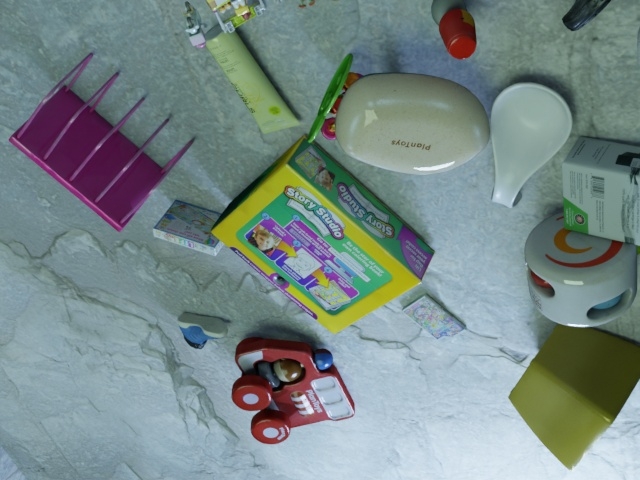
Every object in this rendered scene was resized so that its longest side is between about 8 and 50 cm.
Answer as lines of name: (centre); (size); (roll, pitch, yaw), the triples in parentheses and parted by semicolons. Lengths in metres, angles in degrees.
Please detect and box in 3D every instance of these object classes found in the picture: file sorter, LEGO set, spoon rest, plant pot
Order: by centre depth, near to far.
LEGO set: (-0.093, -0.408, 1.682); (0.287, 0.132, 0.107); (-12, 145, 11)
spoon rest: (0.347, -0.155, 1.684); (0.137, 0.084, 0.276); (20, 139, 12)
plant pot: (0.505, 0.292, 1.955); (0.187, 0.212, 0.212); (34, 141, 15)
file sorter: (-0.439, -0.210, 2.010); (0.291, 0.202, 0.182); (41, 135, -12)

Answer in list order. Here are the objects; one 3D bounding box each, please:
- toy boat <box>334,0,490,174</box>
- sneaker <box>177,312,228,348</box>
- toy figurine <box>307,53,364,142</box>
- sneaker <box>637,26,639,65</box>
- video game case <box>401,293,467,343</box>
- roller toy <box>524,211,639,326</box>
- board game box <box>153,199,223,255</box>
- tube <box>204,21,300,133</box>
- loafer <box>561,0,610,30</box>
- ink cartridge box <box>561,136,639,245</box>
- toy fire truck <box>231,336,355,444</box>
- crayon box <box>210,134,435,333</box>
toy boat: (0.177, -0.253, 1.614); (0.267, 0.148, 0.318); (11, 132, -14)
sneaker: (-0.291, 0.239, 2.470); (0.152, 0.058, 0.084); (10, 129, 29)
toy figurine: (0.083, -0.220, 1.738); (0.159, 0.173, 0.130); (26, 180, -11)
sneaker: (0.587, -0.226, 1.457); (0.153, 0.101, 0.268); (-14, 125, 36)
video game case: (0.247, 0.172, 2.123); (0.122, 0.011, 0.087); (39, 138, -10)
roller toy: (0.462, 0.053, 1.739); (0.209, 0.191, 0.146); (6, 134, 25)
board game box: (-0.278, -0.029, 2.165); (0.154, 0.103, 0.026); (18, 137, 16)
tube: (-0.133, -0.300, 1.847); (0.240, 0.062, 0.070); (55, 174, -32)
loafer: (0.413, -0.402, 1.411); (0.078, 0.076, 0.223); (35, 135, 3)
ink cartridge box: (0.520, -0.076, 1.635); (0.208, 0.087, 0.153); (16, 138, 31)
toy fire truck: (-0.071, 0.349, 2.401); (0.254, 0.169, 0.302); (-15, 126, 11)
crayon box: (0.000, 0.000, 2.028); (0.363, 0.106, 0.313); (41, 137, -12)
